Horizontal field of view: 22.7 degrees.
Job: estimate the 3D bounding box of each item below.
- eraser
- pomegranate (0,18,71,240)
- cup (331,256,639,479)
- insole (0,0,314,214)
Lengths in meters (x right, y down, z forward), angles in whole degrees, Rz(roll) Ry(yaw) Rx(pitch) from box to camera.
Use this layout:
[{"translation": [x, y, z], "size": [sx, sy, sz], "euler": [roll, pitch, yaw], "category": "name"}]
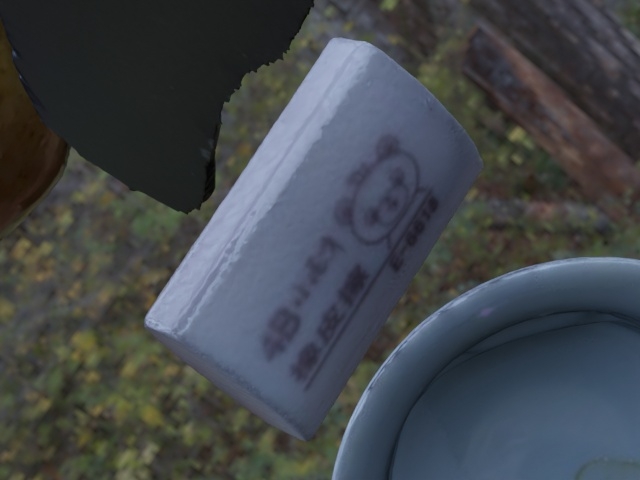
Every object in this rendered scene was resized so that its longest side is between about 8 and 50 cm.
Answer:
[{"translation": [0.000, 0.000, 1.229], "size": [0.095, 0.174, 0.270], "euler": [20, 72, 49], "category": "eraser"}, {"translation": [-0.287, -0.117, 0.909], "size": [0.322, 0.322, 0.322], "euler": [-48, 16, 18], "category": "pomegranate"}, {"translation": [0.173, 0.177, 1.105], "size": [0.347, 0.347, 0.163], "euler": [-52, 5, 2], "category": "cup"}, {"translation": [-0.050, -0.064, 0.410], "size": [0.012, 0.110, 0.309], "euler": [-57, -4, -16], "category": "insole"}]
